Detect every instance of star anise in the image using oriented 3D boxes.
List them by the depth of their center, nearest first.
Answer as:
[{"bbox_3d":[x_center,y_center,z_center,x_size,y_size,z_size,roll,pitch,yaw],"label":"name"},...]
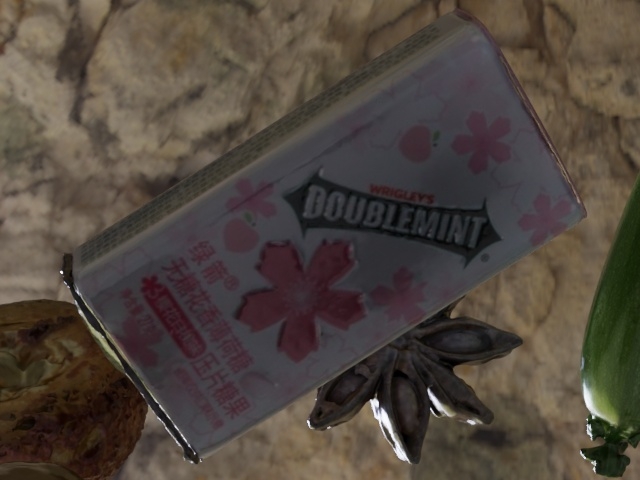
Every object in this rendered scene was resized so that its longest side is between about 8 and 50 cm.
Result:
[{"bbox_3d":[0.068,0.104,1.314,0.223,0.109,0.236,-21,-106,-13],"label":"star anise"}]

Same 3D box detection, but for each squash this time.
[{"bbox_3d":[0.291,0.020,1.133,0.101,0.101,0.378,17,-80,0],"label":"squash"}]

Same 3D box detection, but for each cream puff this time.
[{"bbox_3d":[-0.272,0.156,1.215,0.240,0.240,0.164,2,-51,9],"label":"cream puff"}]

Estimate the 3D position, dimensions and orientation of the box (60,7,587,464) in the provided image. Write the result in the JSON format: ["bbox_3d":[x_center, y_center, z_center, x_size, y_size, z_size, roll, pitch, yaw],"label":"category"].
[{"bbox_3d":[0.000,0.000,1.027,0.370,0.112,0.190,-34,-71,0],"label":"box"}]

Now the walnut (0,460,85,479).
[{"bbox_3d":[-0.168,0.254,0.685,0.296,0.285,0.285,9,-53,-33],"label":"walnut"}]
